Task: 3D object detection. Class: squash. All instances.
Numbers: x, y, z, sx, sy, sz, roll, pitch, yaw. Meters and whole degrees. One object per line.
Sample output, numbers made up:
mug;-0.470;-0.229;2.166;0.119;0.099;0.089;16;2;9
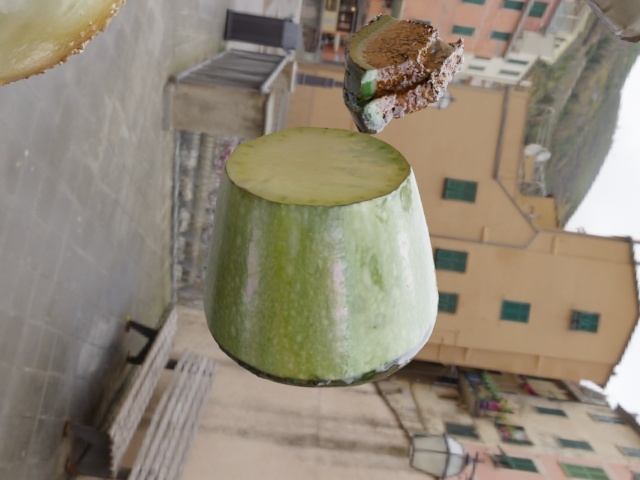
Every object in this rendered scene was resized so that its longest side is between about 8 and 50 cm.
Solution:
squash;0.000;0.000;0.462;0.170;0.170;0.122;-83;174;-57

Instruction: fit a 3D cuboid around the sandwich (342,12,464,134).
sandwich;0.094;-0.230;0.907;0.235;0.159;0.079;-56;135;-37

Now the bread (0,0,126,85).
bread;-0.296;-0.206;0.539;0.171;0.314;0.192;63;46;-72

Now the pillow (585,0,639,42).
pillow;0.415;-0.332;0.770;0.233;0.130;0.038;-35;-161;28
